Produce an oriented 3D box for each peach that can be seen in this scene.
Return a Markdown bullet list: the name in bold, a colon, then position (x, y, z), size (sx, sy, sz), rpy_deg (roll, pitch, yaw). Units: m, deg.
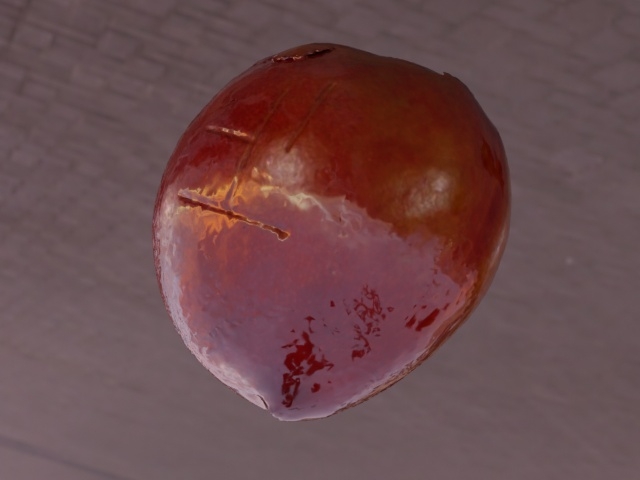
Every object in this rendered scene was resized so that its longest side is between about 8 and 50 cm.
- **peach**: position (0.000, 0.000, 0.879), size (0.197, 0.197, 0.197), rpy_deg (15, 166, 4)
